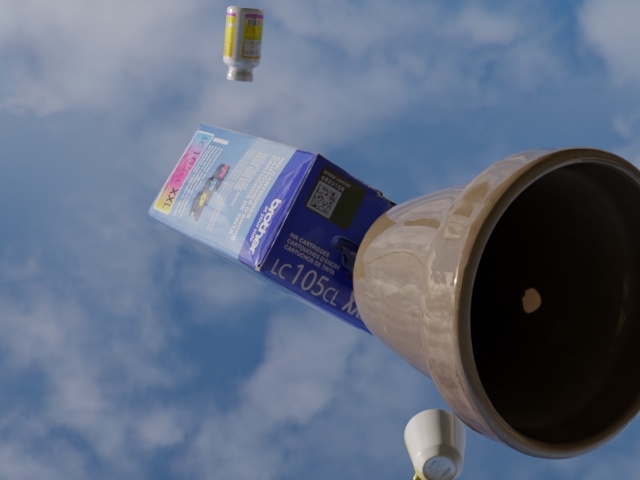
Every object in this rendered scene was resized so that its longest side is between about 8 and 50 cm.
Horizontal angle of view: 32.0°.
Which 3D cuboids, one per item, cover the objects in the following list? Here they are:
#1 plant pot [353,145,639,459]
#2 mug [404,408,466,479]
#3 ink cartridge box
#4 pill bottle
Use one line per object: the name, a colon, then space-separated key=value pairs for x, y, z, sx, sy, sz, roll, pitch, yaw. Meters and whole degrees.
plant pot: x=0.151 y=0.046 z=1.006 sx=0.263 sy=0.263 sz=0.229 roll=-22 pitch=-164 yaw=-31
mug: x=0.117 y=0.216 z=1.105 sx=0.062 sy=0.078 sz=0.064 roll=-10 pitch=-159 yaw=5
ink cartridge box: x=0.000 y=0.000 z=1.323 sx=0.270 sy=0.395 sz=0.151 roll=30 pitch=-95 yaw=-30
pill bottle: x=-0.089 y=-0.225 z=1.281 sx=0.043 sy=0.083 sz=0.043 roll=6 pitch=-168 yaw=-1
